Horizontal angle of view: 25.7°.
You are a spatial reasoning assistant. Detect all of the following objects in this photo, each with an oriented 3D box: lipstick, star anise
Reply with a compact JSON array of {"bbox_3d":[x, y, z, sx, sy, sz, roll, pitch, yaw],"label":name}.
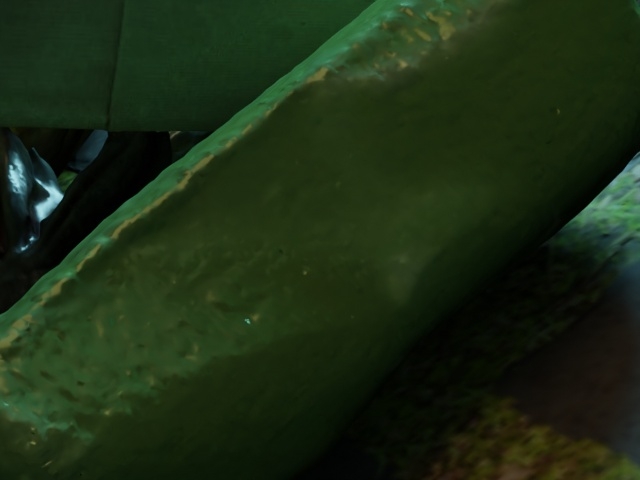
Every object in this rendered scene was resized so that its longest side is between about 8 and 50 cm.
[{"bbox_3d":[-0.052,-0.098,0.661,0.372,0.079,0.076,-2,25,-32],"label":"lipstick"},{"bbox_3d":[-0.124,0.031,0.662,0.181,0.061,0.204,15,76,12],"label":"star anise"}]

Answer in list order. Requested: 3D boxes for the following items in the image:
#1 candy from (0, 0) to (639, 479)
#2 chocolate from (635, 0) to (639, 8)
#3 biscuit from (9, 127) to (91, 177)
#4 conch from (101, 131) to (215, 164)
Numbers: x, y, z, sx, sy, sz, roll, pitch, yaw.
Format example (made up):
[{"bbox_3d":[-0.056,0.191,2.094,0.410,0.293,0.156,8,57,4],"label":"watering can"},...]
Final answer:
[{"bbox_3d":[0.000,0.000,0.579,0.343,0.132,0.142,-41,15,-24],"label":"candy"},{"bbox_3d":[0.232,-0.095,0.624,0.185,0.100,0.303,-15,32,11],"label":"chocolate"},{"bbox_3d":[-0.145,-0.109,0.856,0.275,0.052,0.355,-57,5,21],"label":"biscuit"},{"bbox_3d":[-0.072,-0.038,0.757,0.116,0.106,0.173,-10,43,51],"label":"conch"}]
